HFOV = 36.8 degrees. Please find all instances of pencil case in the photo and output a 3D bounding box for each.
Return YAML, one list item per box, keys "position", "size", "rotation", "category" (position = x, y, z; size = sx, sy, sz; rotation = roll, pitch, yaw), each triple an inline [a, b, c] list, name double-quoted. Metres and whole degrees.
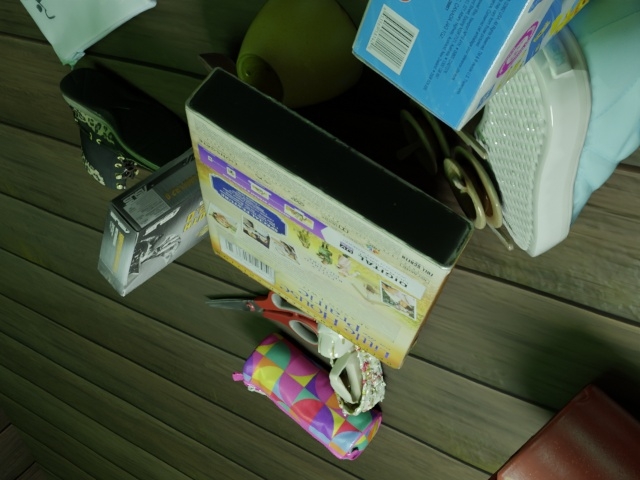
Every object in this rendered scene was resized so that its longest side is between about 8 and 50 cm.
- position: [-0.018, 0.247, 1.512]
  size: [0.236, 0.104, 0.104]
  rotation: [33, 146, 19]
  category: "pencil case"

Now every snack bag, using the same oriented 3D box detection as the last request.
- position: [-0.362, -0.409, 1.246]
  size: [0.323, 0.037, 0.342]
  rotation: [-10, 117, 55]
  category: "snack bag"

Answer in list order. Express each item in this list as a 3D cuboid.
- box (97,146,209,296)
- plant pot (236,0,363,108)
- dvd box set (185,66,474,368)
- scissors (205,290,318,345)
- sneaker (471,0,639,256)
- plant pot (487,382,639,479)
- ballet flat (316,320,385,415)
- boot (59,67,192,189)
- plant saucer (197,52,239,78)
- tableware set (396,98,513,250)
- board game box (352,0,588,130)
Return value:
- position: [-0.177, -0.046, 1.245]
  size: [0.056, 0.231, 0.183]
  rotation: [45, 148, 10]
  category: "box"
- position: [-0.035, -0.195, 1.039]
  size: [0.134, 0.095, 0.134]
  rotation: [31, 145, 25]
  category: "plant pot"
- position: [0.000, 0.000, 1.108]
  size: [0.308, 0.062, 0.420]
  rotation: [32, 162, 10]
  category: "dvd box set"
- position: [-0.099, 0.095, 1.517]
  size: [0.297, 0.021, 0.109]
  rotation: [16, 139, 42]
  category: "scissors"
- position: [0.224, -0.092, 0.824]
  size: [0.366, 0.150, 0.135]
  rotation: [74, 172, -73]
  category: "sneaker"
- position: [0.323, 0.319, 1.058]
  size: [0.265, 0.272, 0.272]
  rotation: [46, 149, 17]
  category: "plant pot"
- position: [0.038, 0.159, 1.368]
  size: [0.091, 0.077, 0.241]
  rotation: [13, 135, 41]
  category: "ballet flat"
- position: [-0.277, -0.132, 1.416]
  size: [0.236, 0.085, 0.178]
  rotation: [36, 151, 18]
  category: "boot"
- position: [-0.081, -0.161, 1.137]
  size: [0.168, 0.029, 0.168]
  rotation: [49, 180, 0]
  category: "plant saucer"
- position: [0.119, -0.074, 0.947]
  size: [0.128, 0.039, 0.194]
  rotation: [66, 176, -38]
  category: "tableware set"
- position: [0.173, -0.254, 0.530]
  size: [0.086, 0.302, 0.308]
  rotation: [40, 148, 11]
  category: "board game box"
